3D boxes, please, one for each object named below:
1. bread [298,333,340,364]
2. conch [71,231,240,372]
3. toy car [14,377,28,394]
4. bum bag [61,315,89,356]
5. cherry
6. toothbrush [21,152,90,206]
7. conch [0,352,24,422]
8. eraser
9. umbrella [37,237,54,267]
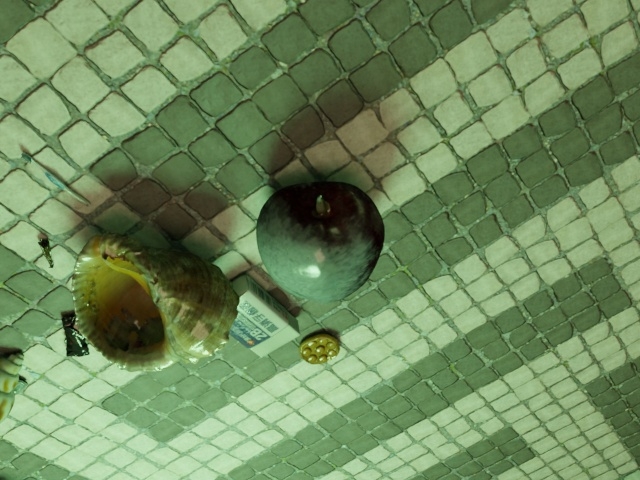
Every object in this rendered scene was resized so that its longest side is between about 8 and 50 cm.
[{"bbox_3d":[-0.002,0.276,1.693,0.110,0.024,0.110,-6,130,-7],"label":"bread"},{"bbox_3d":[-0.342,0.121,1.382,0.297,0.210,0.352,-38,100,7],"label":"conch"},{"bbox_3d":[-0.739,0.358,1.586,0.093,0.025,0.041,-38,126,17],"label":"toy car"},{"bbox_3d":[-0.554,0.219,1.510,0.058,0.034,0.124,6,127,-6],"label":"bum bag"},{"bbox_3d":[0.000,0.000,1.341,0.255,0.218,0.296,-12,136,-12],"label":"cherry"},{"bbox_3d":[-0.499,-0.113,1.265,0.014,0.017,0.162,-30,133,18],"label":"toothbrush"},{"bbox_3d":[-0.787,0.356,1.495,0.275,0.183,0.148,-22,116,-22],"label":"conch"},{"bbox_3d":[-0.155,0.179,1.551,0.124,0.068,0.210,-33,129,13],"label":"eraser"},{"bbox_3d":[-0.557,0.026,1.358,0.020,0.031,0.083,-28,141,-33],"label":"umbrella"}]
